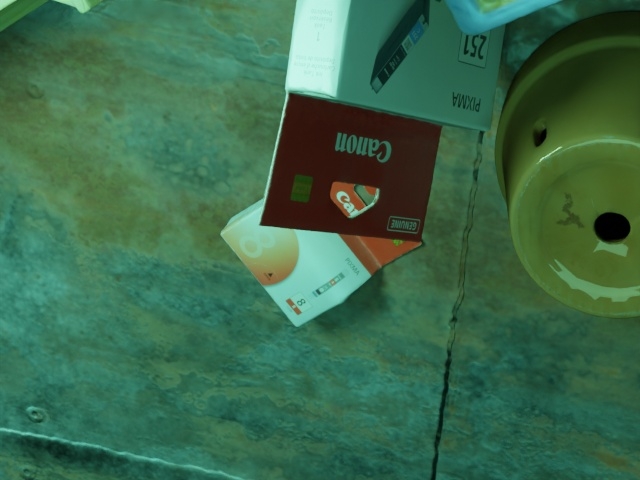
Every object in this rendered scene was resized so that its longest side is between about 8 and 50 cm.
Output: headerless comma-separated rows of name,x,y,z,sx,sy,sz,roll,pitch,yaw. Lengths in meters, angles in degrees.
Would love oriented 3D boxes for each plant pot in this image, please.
plant pot,0.304,-0.055,1.854,0.290,0.203,0.291,8,121,13

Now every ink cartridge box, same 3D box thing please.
ink cartridge box,0.068,-0.129,1.786,0.066,0.296,0.261,11,93,33
ink cartridge box,0.000,0.000,2.078,0.179,0.045,0.145,-30,106,32

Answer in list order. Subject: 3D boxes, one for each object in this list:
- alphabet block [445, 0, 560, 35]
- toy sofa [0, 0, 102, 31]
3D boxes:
alphabet block,0.196,-0.334,1.738,0.193,0.197,0.192,-18,112,26
toy sofa,-0.385,-0.266,1.991,0.362,0.150,0.177,-27,102,28
